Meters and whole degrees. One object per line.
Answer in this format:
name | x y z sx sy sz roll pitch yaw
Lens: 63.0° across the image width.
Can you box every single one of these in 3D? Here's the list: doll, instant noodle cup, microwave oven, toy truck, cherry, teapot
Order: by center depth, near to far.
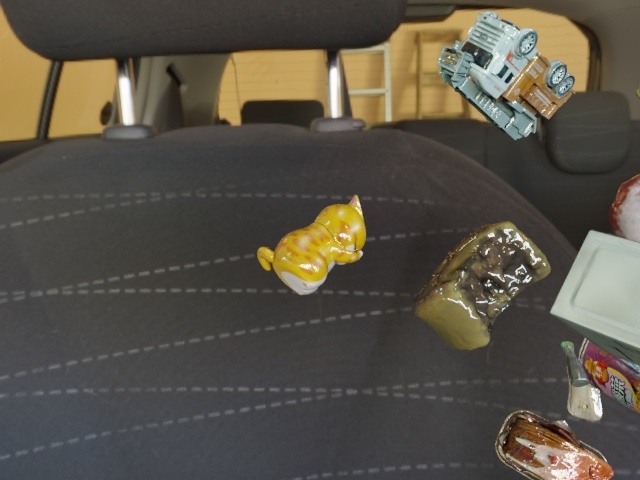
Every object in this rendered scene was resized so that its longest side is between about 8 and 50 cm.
microwave oven | 0.408 0.087 0.645 0.208 0.122 0.162 29 -2 -42
toy truck | 0.402 -0.354 1.141 0.338 0.184 0.133 17 25 -42
teapot | 0.627 0.303 1.294 0.043 0.042 0.110 -2 49 4
doll | 0.002 0.019 1.295 0.270 0.162 0.167 -31 -4 -24
cherry | 0.999 -0.054 1.444 0.291 0.335 0.326 -46 5 -32
instant noodle cup | 0.974 0.370 1.509 0.340 0.339 0.266 -6 24 -17

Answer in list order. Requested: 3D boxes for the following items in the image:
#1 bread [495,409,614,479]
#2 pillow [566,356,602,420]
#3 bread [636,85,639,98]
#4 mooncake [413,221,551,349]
bread | 0.490 0.449 1.092 0.224 0.142 0.212 28 -9 15
pillow | 1.024 0.576 2.032 0.131 0.232 0.038 -2 -10 44
bread | 0.743 -0.311 1.070 0.139 0.084 0.074 -8 -33 1
mooncake | 0.474 0.136 1.573 0.393 0.246 0.394 -43 -2 21
